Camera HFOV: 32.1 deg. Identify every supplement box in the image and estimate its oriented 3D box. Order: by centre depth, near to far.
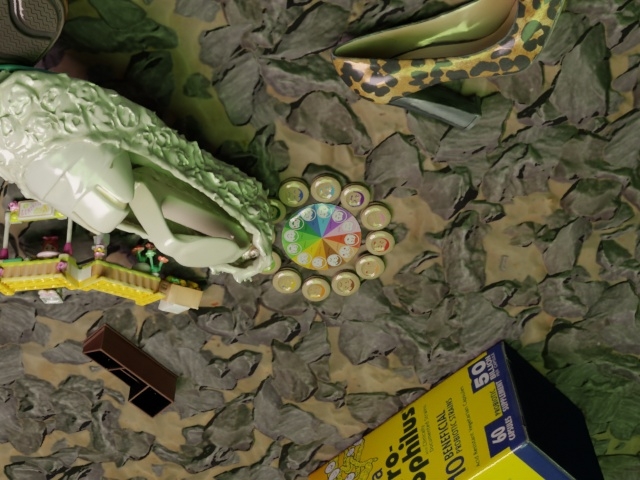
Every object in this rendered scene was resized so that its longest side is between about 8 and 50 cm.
[{"bbox_3d":[0.177,0.340,1.491,0.356,0.194,0.195,-39,117,21],"label":"supplement box"}]

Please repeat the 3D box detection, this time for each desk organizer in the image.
[{"bbox_3d":[-0.249,0.172,1.448,0.047,0.050,0.130,-38,117,21],"label":"desk organizer"}]

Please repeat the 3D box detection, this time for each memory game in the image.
[{"bbox_3d":[0.000,0.000,1.366,0.186,0.012,0.186,-1,123,-2],"label":"memory game"}]

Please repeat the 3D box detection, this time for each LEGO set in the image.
[{"bbox_3d":[-0.282,0.016,1.337,0.287,0.107,0.132,3,158,-10],"label":"LEGO set"}]

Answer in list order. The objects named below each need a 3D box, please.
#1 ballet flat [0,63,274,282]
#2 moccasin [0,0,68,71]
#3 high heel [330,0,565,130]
[{"bbox_3d":[-0.189,-0.055,1.165,0.147,0.147,0.409,-43,139,23],"label":"ballet flat"},{"bbox_3d":[-0.417,-0.195,1.134,0.380,0.147,0.139,-23,135,27],"label":"moccasin"},{"bbox_3d":[0.137,-0.234,1.163,0.186,0.093,0.261,17,131,-21],"label":"high heel"}]
